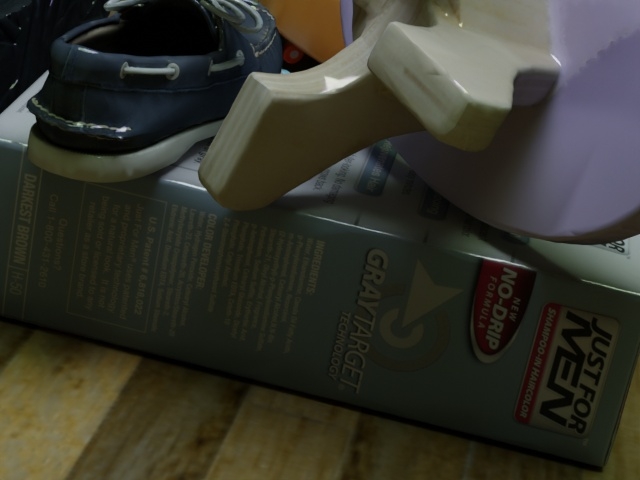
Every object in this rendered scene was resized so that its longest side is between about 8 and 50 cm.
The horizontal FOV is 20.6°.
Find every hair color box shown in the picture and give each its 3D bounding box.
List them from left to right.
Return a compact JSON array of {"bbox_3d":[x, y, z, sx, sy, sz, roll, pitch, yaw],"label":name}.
[{"bbox_3d":[0.000,0.000,1.036,0.374,0.114,0.185,13,24,5],"label":"hair color box"}]

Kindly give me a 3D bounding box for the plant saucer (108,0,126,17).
[{"bbox_3d":[-0.208,-0.260,1.512,0.278,0.041,0.278,19,40,-17],"label":"plant saucer"}]

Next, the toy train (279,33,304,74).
[{"bbox_3d":[-0.049,-0.137,1.418,0.125,0.046,0.166,34,24,14],"label":"toy train"}]

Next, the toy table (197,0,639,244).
[{"bbox_3d":[0.057,-0.115,0.911,0.161,0.252,0.274,9,18,-43],"label":"toy table"}]

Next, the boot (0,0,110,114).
[{"bbox_3d":[-0.284,-0.134,1.241,0.207,0.094,0.246,3,41,25],"label":"boot"}]

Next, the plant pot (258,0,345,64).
[{"bbox_3d":[0.079,-0.236,1.462,0.205,0.188,0.205,24,20,-10],"label":"plant pot"}]

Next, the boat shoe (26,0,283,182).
[{"bbox_3d":[-0.085,-0.107,0.994,0.095,0.079,0.254,20,26,19],"label":"boat shoe"}]
